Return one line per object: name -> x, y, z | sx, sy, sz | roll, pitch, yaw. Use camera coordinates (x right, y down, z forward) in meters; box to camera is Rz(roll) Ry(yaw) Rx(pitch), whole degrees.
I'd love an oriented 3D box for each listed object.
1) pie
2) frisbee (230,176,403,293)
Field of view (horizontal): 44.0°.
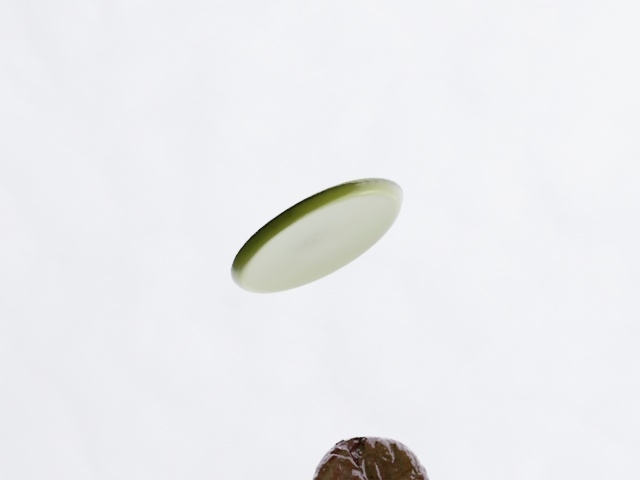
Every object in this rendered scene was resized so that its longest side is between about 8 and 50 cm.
pie -> 0.060, 0.302, 0.940 | 0.154, 0.154, 0.036 | 47, -30, 8
frisbee -> 0.000, 0.000, 0.970 | 0.236, 0.236, 0.017 | -39, -115, 25
